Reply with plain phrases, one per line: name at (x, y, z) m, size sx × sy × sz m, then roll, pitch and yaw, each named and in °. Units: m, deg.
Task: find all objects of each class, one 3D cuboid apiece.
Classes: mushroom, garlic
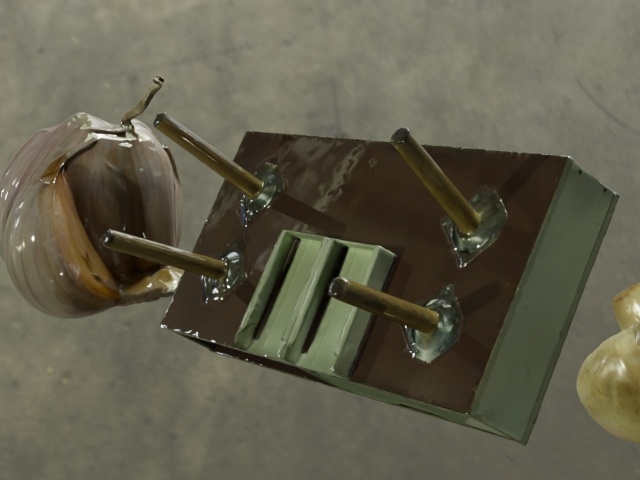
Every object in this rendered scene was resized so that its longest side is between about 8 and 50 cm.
mushroom at (0.249, 0.081, 1.000) m, size 0.148 × 0.148 × 0.112 m, roll -23°, pitch 72°, yaw 16°
garlic at (-0.161, -0.029, 1.256) m, size 0.257 × 0.207 × 0.207 m, roll -35°, pitch 60°, yaw 34°

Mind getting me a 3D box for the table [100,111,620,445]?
table at (0.000, 0.000, 0.689) m, size 0.240 × 0.111 × 0.121 m, roll 9°, pitch 73°, yaw 51°
